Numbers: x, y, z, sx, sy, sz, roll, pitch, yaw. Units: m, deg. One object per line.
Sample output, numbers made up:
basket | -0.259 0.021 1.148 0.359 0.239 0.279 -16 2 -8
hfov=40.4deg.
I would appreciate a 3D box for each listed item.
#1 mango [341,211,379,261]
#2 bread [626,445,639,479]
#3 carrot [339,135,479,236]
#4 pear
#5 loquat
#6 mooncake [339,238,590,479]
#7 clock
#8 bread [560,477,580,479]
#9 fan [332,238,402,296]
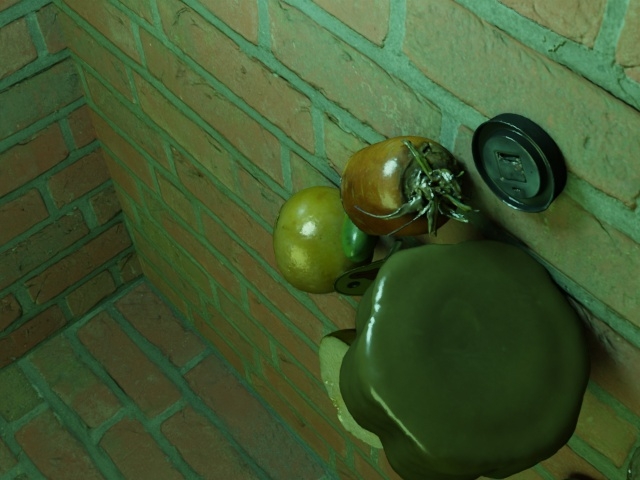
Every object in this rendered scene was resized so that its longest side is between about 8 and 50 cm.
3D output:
mango | 0.092 -0.048 1.877 0.091 0.237 0.137 9 153 11
bread | 0.644 0.457 1.543 0.230 0.123 0.230 33 -171 -6
carrot | 0.160 -0.105 1.678 0.331 0.214 0.193 1 94 59
pear | 0.160 0.371 2.353 0.340 0.191 0.386 61 154 6
loquat | 0.000 0.000 2.064 0.263 0.263 0.263 42 154 26
mooncake | 0.261 0.231 1.637 0.467 0.467 0.262 51 154 7
clock | 0.341 -0.134 1.499 0.184 0.040 0.184 42 154 27
bread | 0.596 0.648 1.974 0.212 0.142 0.224 25 145 43
fan | 0.146 0.067 1.942 0.335 0.229 0.011 106 156 -65
